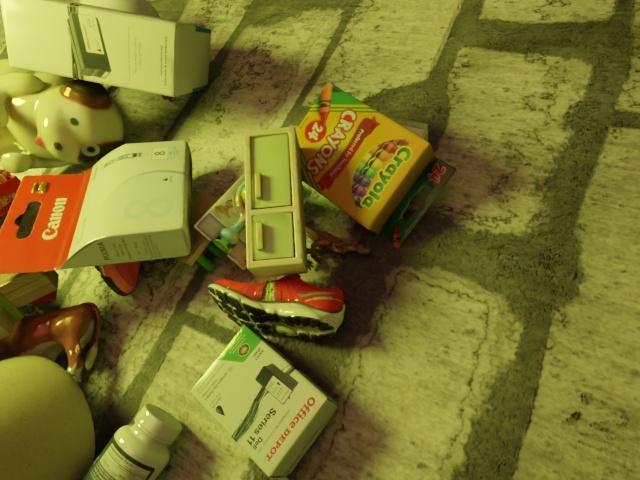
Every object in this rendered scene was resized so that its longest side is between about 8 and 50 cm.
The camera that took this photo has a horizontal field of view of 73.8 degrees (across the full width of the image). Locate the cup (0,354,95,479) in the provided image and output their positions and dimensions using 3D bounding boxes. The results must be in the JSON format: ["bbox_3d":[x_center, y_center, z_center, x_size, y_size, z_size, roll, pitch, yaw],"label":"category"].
[{"bbox_3d":[-0.590,0.372,0.693,0.330,0.237,0.332,-2,82,15],"label":"cup"}]

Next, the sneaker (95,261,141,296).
[{"bbox_3d":[-0.429,-0.029,0.982,0.136,0.116,0.314,-14,59,7],"label":"sneaker"}]

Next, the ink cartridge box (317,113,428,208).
[{"bbox_3d":[0.111,-0.169,0.933,0.171,0.056,0.235,22,69,25],"label":"ink cartridge box"}]

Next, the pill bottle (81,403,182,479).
[{"bbox_3d":[-0.327,0.386,0.736,0.107,0.108,0.180,26,72,27],"label":"pill bottle"}]

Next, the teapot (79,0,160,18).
[{"bbox_3d":[-0.601,-0.611,1.291,0.255,0.252,0.187,-6,80,29],"label":"teapot"}]

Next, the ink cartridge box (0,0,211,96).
[{"bbox_3d":[-0.512,-0.493,1.081,0.393,0.167,0.286,10,24,-2],"label":"ink cartridge box"}]

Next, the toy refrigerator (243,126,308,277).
[{"bbox_3d":[-0.085,-0.074,0.809,0.102,0.094,0.270,-4,74,3],"label":"toy refrigerator"}]

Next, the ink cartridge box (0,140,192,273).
[{"bbox_3d":[-0.474,-0.086,0.906,0.384,0.091,0.308,-5,47,-11],"label":"ink cartridge box"}]

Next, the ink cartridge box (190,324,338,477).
[{"bbox_3d":[-0.096,0.274,0.739,0.208,0.087,0.153,32,76,27],"label":"ink cartridge box"}]

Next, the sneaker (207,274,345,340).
[{"bbox_3d":[-0.084,0.114,0.832,0.278,0.108,0.118,10,48,18],"label":"sneaker"}]

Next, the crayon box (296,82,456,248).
[{"bbox_3d":[0.086,-0.157,0.871,0.318,0.081,0.202,38,98,23],"label":"crayon box"}]

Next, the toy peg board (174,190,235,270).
[{"bbox_3d":[-0.269,-0.015,0.962,0.160,0.079,0.161,18,67,41],"label":"toy peg board"}]

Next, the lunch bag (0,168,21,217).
[{"bbox_3d":[-0.894,-0.100,1.086,0.257,0.120,0.293,-24,26,-12],"label":"lunch bag"}]

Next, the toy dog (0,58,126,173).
[{"bbox_3d":[-0.716,-0.327,1.168,0.407,0.285,0.395,23,35,27],"label":"toy dog"}]

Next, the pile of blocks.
[{"bbox_3d":[-0.675,0.167,0.839,0.148,0.113,0.362,16,49,41],"label":"pile of blocks"}]

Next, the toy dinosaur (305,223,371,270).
[{"bbox_3d":[0.000,0.000,0.882,0.211,0.064,0.112,27,55,17],"label":"toy dinosaur"}]

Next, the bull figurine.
[{"bbox_3d":[-0.606,0.230,0.908,0.309,0.101,0.189,-17,66,14],"label":"bull figurine"}]

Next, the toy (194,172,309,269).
[{"bbox_3d":[-0.133,-0.072,0.897,0.137,0.056,0.237,42,70,-10],"label":"toy"}]

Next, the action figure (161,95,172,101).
[{"bbox_3d":[-0.426,-0.465,1.265,0.038,0.030,0.115,18,67,29],"label":"action figure"}]
